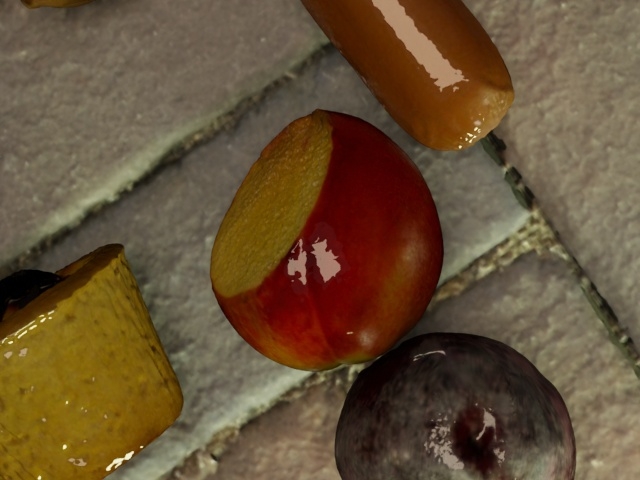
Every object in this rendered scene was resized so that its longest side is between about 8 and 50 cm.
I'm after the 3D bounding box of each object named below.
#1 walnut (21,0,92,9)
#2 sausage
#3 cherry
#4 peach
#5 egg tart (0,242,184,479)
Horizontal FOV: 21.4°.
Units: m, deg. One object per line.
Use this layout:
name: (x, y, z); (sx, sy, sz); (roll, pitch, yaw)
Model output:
walnut: (-0.169, -0.291, 1.383); (0.137, 0.137, 0.245); (36, 84, 5)
sausage: (0.050, -0.192, 1.368); (0.105, 0.105, 0.274); (-38, 86, 5)
cherry: (0.109, 0.160, 1.318); (0.195, 0.195, 0.195); (0, 90, 7)
peach: (0.000, 0.000, 1.331); (0.190, 0.190, 0.192); (-23, 102, 6)
egg tart: (-0.218, 0.108, 1.354); (0.215, 0.215, 0.171); (-31, 97, 6)
